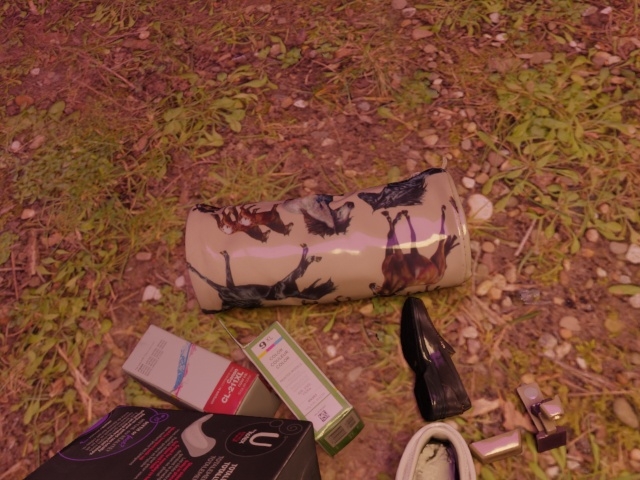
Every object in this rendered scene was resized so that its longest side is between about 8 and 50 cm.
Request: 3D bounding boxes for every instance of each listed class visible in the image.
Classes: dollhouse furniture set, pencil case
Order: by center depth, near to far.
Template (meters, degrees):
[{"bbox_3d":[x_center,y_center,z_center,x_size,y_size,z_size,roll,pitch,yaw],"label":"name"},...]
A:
[{"bbox_3d":[0.228,0.211,0.706,0.114,0.091,0.081,-20,43,5],"label":"dollhouse furniture set"},{"bbox_3d":[0.000,0.000,0.826,0.409,0.160,0.184,-7,50,8],"label":"pencil case"}]

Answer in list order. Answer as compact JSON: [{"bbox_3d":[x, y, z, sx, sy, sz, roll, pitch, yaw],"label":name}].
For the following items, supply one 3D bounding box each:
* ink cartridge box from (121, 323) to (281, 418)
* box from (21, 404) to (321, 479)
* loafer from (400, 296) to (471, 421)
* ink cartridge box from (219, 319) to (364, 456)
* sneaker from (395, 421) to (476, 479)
[{"bbox_3d":[-0.156,0.194,0.767,0.175,0.127,0.072,20,65,22],"label":"ink cartridge box"},{"bbox_3d":[-0.148,0.287,0.616,0.270,0.165,0.144,-3,104,22],"label":"box"},{"bbox_3d":[0.150,0.154,0.769,0.061,0.062,0.170,-2,61,-14],"label":"loafer"},{"bbox_3d":[-0.038,0.177,0.761,0.062,0.109,0.209,-40,60,-12],"label":"ink cartridge box"},{"bbox_3d":[0.101,0.340,0.603,0.107,0.169,0.293,6,63,14],"label":"sneaker"}]
